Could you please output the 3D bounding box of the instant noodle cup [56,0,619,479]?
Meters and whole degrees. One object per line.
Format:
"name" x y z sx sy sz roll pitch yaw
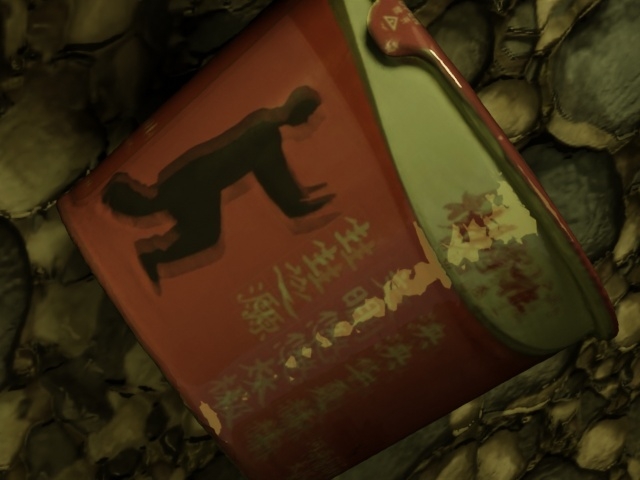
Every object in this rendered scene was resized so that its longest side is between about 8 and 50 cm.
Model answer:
"instant noodle cup" 0.000 0.000 0.854 0.178 0.235 0.235 -36 136 0
